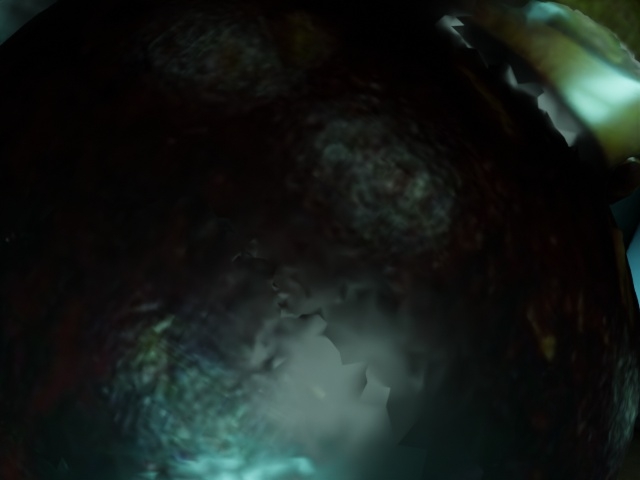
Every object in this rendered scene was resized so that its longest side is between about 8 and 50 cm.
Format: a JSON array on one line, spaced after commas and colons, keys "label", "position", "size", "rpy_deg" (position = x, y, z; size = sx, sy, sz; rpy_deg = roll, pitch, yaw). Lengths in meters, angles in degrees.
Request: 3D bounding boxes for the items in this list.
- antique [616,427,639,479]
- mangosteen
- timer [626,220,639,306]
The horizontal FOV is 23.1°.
[{"label": "antique", "position": [0.204, 0.163, 0.796], "size": [0.257, 0.143, 0.121], "rpy_deg": [24, 75, -12]}, {"label": "mangosteen", "position": [0.000, 0.000, 0.641], "size": [0.307, 0.307, 0.347], "rpy_deg": [43, 79, -21]}, {"label": "timer", "position": [0.256, 0.059, 0.764], "size": [0.255, 0.175, 0.175], "rpy_deg": [41, 97, -2]}]
